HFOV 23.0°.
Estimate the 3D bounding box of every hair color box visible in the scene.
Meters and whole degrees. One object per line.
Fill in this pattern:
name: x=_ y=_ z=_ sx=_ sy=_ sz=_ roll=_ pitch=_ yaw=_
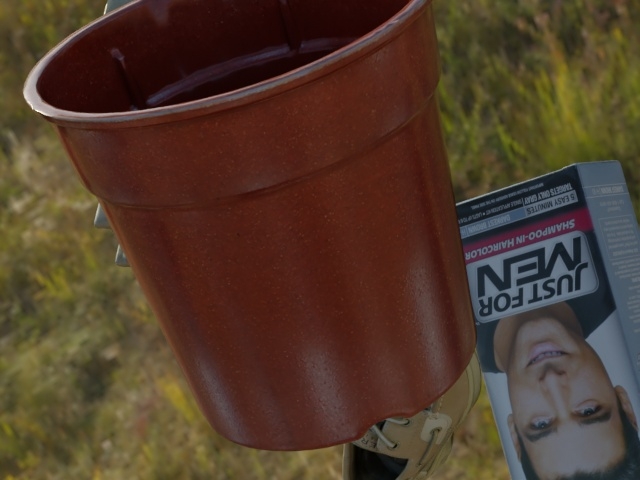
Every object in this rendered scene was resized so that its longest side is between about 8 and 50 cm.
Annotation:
hair color box: x=0.280 y=0.117 z=1.743 sx=0.185 sy=0.374 sz=0.113 roll=-19 pitch=-7 yaw=36

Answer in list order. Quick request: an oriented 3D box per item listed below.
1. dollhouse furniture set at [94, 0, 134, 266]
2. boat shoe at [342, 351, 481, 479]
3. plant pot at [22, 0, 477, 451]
dollhouse furniture set: x=-0.136 y=-0.096 z=1.637 sx=0.135 sy=0.262 sz=0.259 roll=-1 pitch=55 yaw=15
boat shoe: x=0.070 y=0.157 z=1.442 sx=0.109 sy=0.302 sz=0.098 roll=37 pitch=60 yaw=19
plant pot: x=-0.023 y=-0.023 z=1.041 sx=0.272 sy=0.265 sz=0.272 roll=-14 pitch=25 yaw=7
